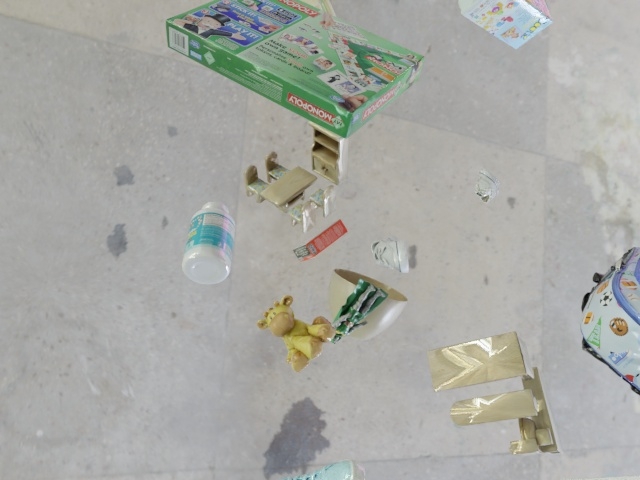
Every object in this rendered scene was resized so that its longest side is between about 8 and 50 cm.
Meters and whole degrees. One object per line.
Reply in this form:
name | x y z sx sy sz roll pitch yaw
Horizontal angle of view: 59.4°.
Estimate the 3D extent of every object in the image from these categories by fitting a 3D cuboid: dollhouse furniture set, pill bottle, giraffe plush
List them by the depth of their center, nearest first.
dollhouse furniture set | 0.244 0.226 0.781 0.151 0.123 0.144 35 43 -52
dollhouse furniture set | -0.045 -0.180 1.430 0.212 0.161 0.242 34 57 28
giraffe plush | -0.083 0.254 1.627 0.170 0.210 0.181 46 71 -12
pill bottle | -0.346 -0.002 1.770 0.146 0.146 0.264 23 40 -23

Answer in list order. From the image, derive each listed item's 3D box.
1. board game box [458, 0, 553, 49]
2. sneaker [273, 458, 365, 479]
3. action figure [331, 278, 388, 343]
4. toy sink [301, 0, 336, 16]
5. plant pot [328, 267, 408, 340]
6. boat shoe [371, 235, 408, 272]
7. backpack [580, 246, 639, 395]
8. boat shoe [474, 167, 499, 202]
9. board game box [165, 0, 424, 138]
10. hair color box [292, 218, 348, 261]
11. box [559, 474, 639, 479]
board game box | 0.563 -0.735 1.729 0.275 0.144 0.142 13 59 -36
sneaker | -0.054 0.603 1.295 0.150 0.366 0.135 30 31 -27
action figure | 0.106 0.240 1.793 0.137 0.063 0.232 31 105 -30
toy sink | -0.032 -0.656 1.638 0.152 0.131 0.234 57 20 -44
plant pot | 0.142 0.241 1.992 0.284 0.284 0.190 19 98 -23
boat shoe | 0.192 0.043 1.588 0.084 0.258 0.095 -9 94 -1
backpack | 0.555 0.134 0.886 0.276 0.213 0.263 36 43 25
boat shoe | 0.280 -0.089 0.955 0.035 0.100 0.035 41 91 24
board game box | -0.035 -0.279 0.828 0.317 0.046 0.213 31 48 18
hair color box | 0.000 0.000 1.503 0.141 0.072 0.043 -36 98 -34
box | 0.534 0.383 0.831 0.067 0.324 0.063 48 37 -42
